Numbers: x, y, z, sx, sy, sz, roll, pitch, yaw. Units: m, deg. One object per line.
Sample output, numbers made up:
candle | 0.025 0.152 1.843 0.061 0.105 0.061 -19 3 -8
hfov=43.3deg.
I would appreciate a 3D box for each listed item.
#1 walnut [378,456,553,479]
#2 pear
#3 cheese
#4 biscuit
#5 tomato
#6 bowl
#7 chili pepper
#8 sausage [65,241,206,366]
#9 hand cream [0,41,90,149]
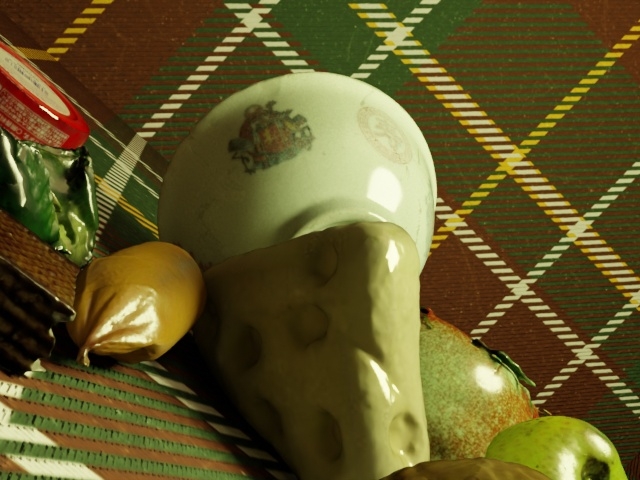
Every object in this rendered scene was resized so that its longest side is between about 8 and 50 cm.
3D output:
walnut | 0.093 0.250 0.509 0.228 0.228 0.228 44 2 -2
pear | 0.213 0.306 0.874 0.159 0.292 0.292 40 1 11
cheese | -0.028 0.163 0.923 0.328 0.351 0.130 -5 -4 42
biscuit | -0.282 -0.006 0.578 0.252 0.070 0.106 43 3 -24
tomato | 0.153 0.253 1.130 0.303 0.239 0.303 39 -13 11
bowl | 0.000 0.000 1.121 0.435 0.435 0.196 42 7 -30
chili pepper | -0.290 -0.044 0.750 0.264 0.116 0.148 103 -22 -83
sausage | -0.179 0.061 0.791 0.112 0.112 0.328 44 3 -2
hand cream | -0.368 -0.140 0.905 0.193 0.125 0.193 46 3 -3
